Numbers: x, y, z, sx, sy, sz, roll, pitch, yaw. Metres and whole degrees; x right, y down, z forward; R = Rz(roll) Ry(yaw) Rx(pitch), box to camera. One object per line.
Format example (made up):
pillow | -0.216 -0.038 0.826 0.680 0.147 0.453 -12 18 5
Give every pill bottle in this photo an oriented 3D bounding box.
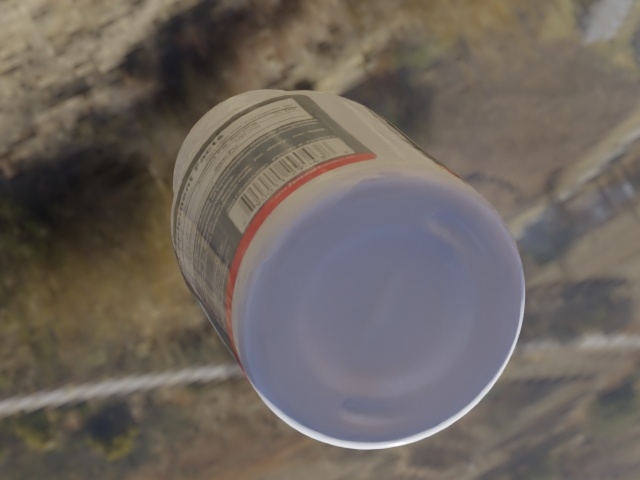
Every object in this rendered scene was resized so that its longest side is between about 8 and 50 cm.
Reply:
pill bottle | 0.000 0.000 0.770 0.108 0.108 0.180 -26 -158 -7
